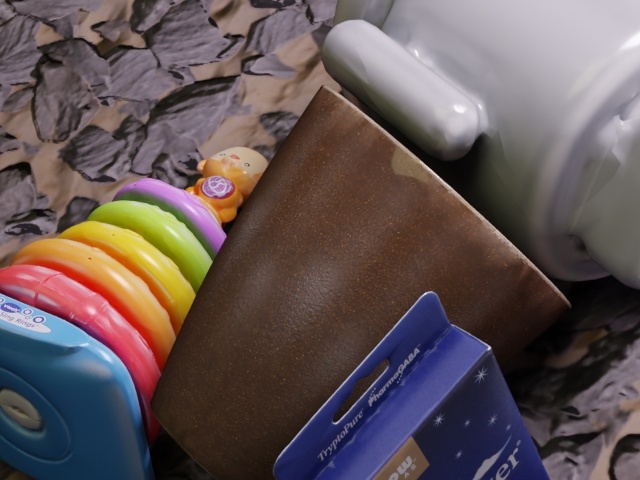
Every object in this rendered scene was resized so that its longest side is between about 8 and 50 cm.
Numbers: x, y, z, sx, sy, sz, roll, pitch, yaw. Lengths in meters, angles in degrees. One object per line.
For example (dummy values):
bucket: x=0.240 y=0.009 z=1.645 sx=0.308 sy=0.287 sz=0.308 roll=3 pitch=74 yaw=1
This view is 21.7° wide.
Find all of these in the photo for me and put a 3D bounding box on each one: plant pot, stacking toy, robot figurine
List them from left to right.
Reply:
stacking toy: x=-0.125 y=0.024 z=1.208 sx=0.175 sy=0.166 sz=0.302 roll=20 pitch=49 yaw=26
plant pot: x=0.006 y=0.057 z=1.082 sx=0.230 sy=0.215 sz=0.215 roll=-49 pitch=49 yaw=1
robot figurine: x=0.143 y=-0.110 z=1.125 sx=0.353 sy=0.300 sz=0.200 roll=44 pitch=124 yaw=38

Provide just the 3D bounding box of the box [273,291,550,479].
box: x=0.061 y=0.142 z=0.952 sx=0.036 sy=0.225 sz=0.136 roll=31 pitch=71 yaw=39
